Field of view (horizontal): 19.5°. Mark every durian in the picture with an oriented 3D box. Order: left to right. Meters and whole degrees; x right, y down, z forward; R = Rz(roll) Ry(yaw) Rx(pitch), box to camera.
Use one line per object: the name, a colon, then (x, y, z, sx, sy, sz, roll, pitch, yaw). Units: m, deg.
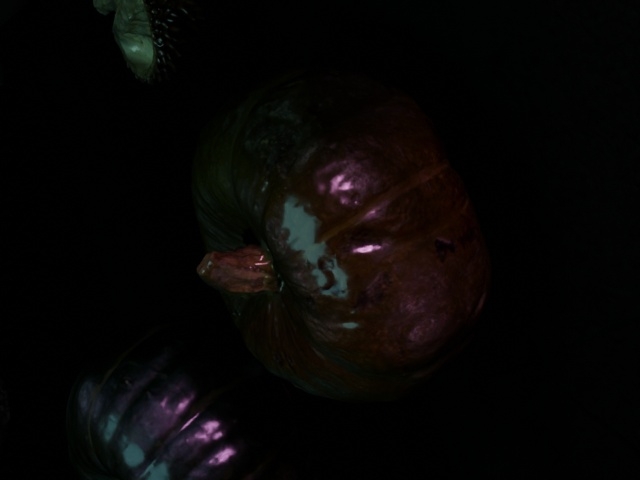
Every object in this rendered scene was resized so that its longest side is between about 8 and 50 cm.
durian: (-0.108, -0.171, 1.252, 0.110, 0.071, 0.140, 60, 164, 14)

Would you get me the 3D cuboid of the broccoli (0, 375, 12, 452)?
broccoli: (-0.443, 0.196, 1.892, 0.269, 0.269, 0.254, 37, 137, 37)

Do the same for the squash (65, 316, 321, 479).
squash: (-0.097, 0.160, 1.405, 0.218, 0.172, 0.218, 158, 90, -80)

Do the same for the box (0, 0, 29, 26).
box: (-0.343, -0.254, 1.429, 0.155, 0.149, 0.231, -38, 80, 30)

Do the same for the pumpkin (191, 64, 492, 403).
pumpkin: (0.000, 0.000, 1.135, 0.219, 0.162, 0.219, 42, 145, 40)

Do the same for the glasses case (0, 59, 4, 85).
glasses case: (-0.318, -0.215, 1.580, 0.078, 0.039, 0.184, 30, 138, 43)
